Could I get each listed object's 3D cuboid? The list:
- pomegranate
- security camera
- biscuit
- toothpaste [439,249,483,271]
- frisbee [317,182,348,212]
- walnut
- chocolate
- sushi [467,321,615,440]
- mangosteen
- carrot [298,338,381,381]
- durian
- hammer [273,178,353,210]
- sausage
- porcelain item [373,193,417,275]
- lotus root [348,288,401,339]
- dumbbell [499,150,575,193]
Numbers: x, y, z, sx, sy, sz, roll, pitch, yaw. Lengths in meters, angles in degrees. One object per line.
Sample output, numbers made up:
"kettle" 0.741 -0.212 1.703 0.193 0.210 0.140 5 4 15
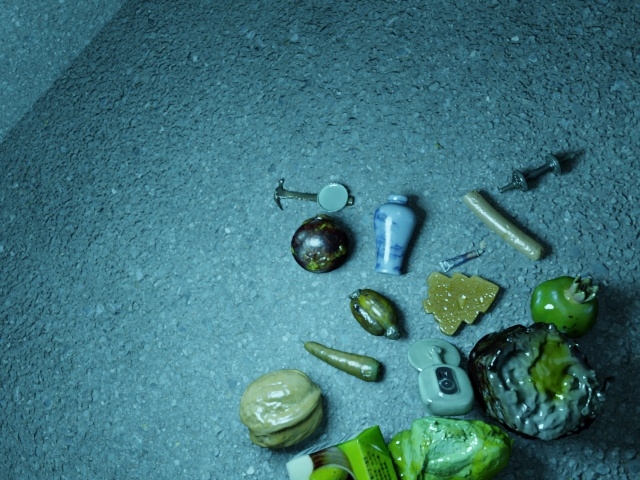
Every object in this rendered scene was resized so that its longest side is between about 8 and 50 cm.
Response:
"pomegranate" 0.693 0.175 1.554 0.187 0.225 0.187 2 56 -4
"security camera" 0.340 0.370 1.591 0.157 0.080 0.301 -5 32 0
"biscuit" 0.436 0.181 1.724 0.239 0.041 0.212 -15 64 11
"toothpaste" 0.450 0.059 1.767 0.140 0.021 0.037 -24 67 11
"frisbee" 0.042 -0.147 1.919 0.110 0.014 0.110 -5 68 13
"walnut" -0.113 0.507 1.692 0.257 0.257 0.224 -22 101 8
"chocolate" 0.069 0.714 1.578 0.301 0.137 0.288 -29 68 26
"sushi" 0.562 0.376 1.483 0.281 0.294 0.299 -38 80 -8
"mangosteen" 0.000 0.000 1.842 0.192 0.192 0.217 -8 40 13
"carrot" 0.052 0.373 1.766 0.298 0.078 0.078 16 79 26
"durian" 0.350 0.587 1.519 0.340 0.256 0.204 0 54 9
"hammer" -0.026 -0.152 1.962 0.297 0.027 0.125 6 75 17
"sausage" 0.573 -0.046 1.744 0.066 0.066 0.301 -43 66 0
"porcelain item" 0.236 -0.018 1.794 0.141 0.141 0.259 5 83 17
"lotus root" 0.173 0.232 1.745 0.120 0.120 0.209 -45 68 -1
"dumbbell" 0.683 -0.213 1.751 0.254 0.081 0.081 -28 68 6
